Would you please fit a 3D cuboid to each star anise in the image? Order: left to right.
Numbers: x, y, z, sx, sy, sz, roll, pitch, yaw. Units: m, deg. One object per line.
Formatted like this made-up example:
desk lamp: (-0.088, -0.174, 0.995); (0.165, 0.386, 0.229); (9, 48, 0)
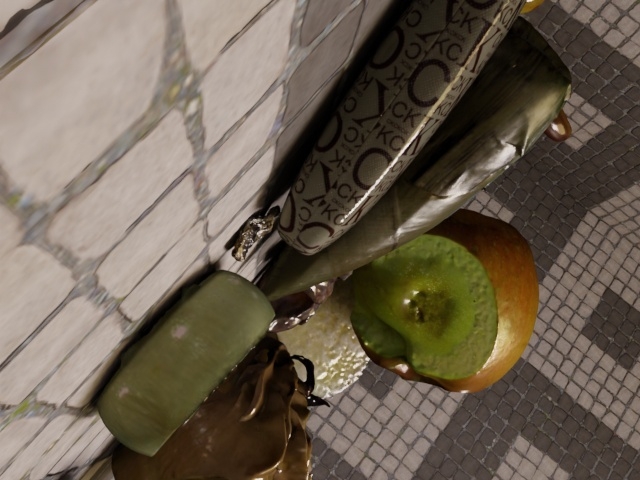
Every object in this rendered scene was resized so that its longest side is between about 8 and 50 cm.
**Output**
star anise: (-0.007, 0.038, 0.955); (0.332, 0.117, 0.332); (-55, 174, -8)

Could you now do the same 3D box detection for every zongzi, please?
zongzi: (0.088, -0.071, 0.659); (0.360, 0.160, 0.323); (-42, -179, -26)

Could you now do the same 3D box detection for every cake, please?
cake: (-0.110, 0.323, 0.912); (0.321, 0.332, 0.332); (-49, 176, -9)

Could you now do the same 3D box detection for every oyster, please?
oyster: (-0.065, -0.005, 0.569); (0.054, 0.019, 0.083); (-53, 176, 32)

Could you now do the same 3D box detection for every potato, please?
potato: (-0.034, 0.180, 1.310); (0.288, 0.301, 0.237); (-15, -176, -21)

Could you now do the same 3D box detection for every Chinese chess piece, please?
Chinese chess piece: (-0.126, 0.114, 0.558); (0.188, 0.083, 0.188); (-50, 179, -1)

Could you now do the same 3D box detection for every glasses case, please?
glasses case: (0.077, -0.133, 0.523); (0.355, 0.085, 0.137); (-53, 179, 19)

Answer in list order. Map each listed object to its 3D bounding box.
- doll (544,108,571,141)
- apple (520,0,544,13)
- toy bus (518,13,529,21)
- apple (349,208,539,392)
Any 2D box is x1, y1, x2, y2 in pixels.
doll: (0.298, -0.235, 1.121); (0.339, 0.317, 0.209); (-39, -154, 29)
apple: (0.289, -0.370, 0.831); (0.071, 0.084, 0.084); (-34, 176, 1)
toy bus: (0.352, -0.402, 1.259); (0.268, 0.092, 0.106); (-49, 166, -16)
apple: (0.218, 0.107, 1.103); (0.374, 0.383, 0.375); (-28, -126, 49)
